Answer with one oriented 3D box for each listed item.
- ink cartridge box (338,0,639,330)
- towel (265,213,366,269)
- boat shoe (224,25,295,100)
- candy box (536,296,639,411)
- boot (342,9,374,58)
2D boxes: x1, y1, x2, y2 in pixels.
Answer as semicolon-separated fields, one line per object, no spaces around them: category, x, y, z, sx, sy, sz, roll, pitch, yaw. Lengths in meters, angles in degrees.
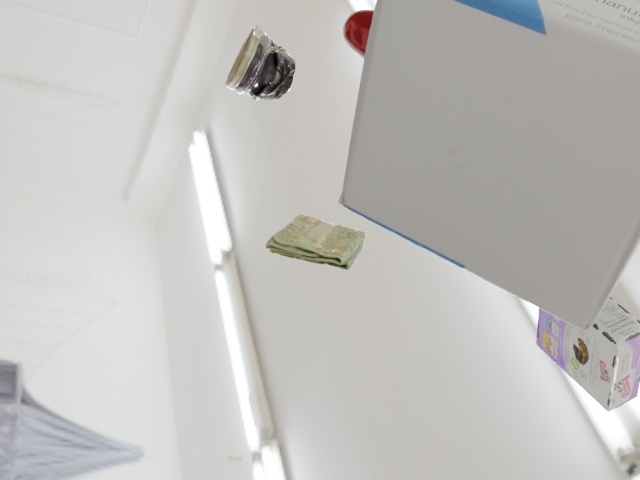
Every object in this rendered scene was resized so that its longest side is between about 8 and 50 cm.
ink cartridge box;0.152;-0.104;0.504;0.232;0.171;0.168;-44;153;-42
towel;0.000;0.000;1.038;0.148;0.110;0.027;-43;145;-71
boat shoe;-0.084;-0.266;1.277;0.103;0.092;0.285;-59;-174;9
candy box;0.462;0.166;1.404;0.196;0.070;0.165;50;-25;48
boot;0.149;-0.298;1.265;0.176;0.244;0.088;-68;-177;-83
